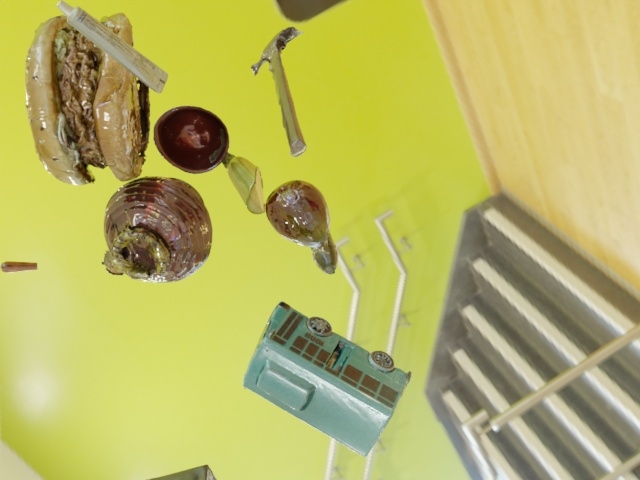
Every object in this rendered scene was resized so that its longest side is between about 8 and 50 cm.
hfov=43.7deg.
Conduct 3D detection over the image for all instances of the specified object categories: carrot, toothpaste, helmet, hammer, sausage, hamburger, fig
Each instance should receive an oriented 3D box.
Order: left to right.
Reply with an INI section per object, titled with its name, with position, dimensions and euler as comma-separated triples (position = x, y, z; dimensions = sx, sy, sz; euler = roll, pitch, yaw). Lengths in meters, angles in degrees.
[carrot]
position = -0.802, 0.070, 2.125
dimensions = 0.032, 0.093, 0.032
euler = 178, 90, -68
[hamburger]
position = -0.422, -0.273, 1.471
dimensions = 0.277, 0.195, 0.318
euler = 94, 176, -76
[toothpaste]
position = -0.314, -0.295, 1.212
dimensions = 0.197, 0.029, 0.048
euler = 36, -133, -32
[sausage]
position = -0.538, 0.043, 2.131
dimensions = 0.083, 0.083, 0.264
euler = 59, 169, -9
[helmet]
position = -0.303, -0.244, 1.860
dimensions = 0.106, 0.175, 0.155
euler = -121, 43, -69
[hammer]
position = -0.057, -0.230, 1.244
dimensions = 0.027, 0.125, 0.297
euler = 26, -145, -31
[fig]
position = -0.029, -0.035, 1.435
dimensions = 0.109, 0.103, 0.155
euler = 6, 133, 47

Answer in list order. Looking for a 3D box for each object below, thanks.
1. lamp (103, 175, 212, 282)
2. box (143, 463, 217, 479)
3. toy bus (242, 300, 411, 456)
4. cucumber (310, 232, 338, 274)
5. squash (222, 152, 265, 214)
[lamp]
position = -0.337, -0.018, 1.653
dimensions = 0.247, 0.247, 0.247
euler = 58, 175, 7
[box]
position = -0.299, 0.552, 1.519
dimensions = 0.149, 0.231, 0.155
euler = -97, -12, -55
[toy bus]
position = 0.003, 0.226, 1.308
dimensions = 0.256, 0.128, 0.147
euler = 29, -149, 5
[cucumber]
position = 0.000, 0.000, 2.042
dimensions = 0.069, 0.069, 0.227
euler = 63, -174, -45
[squash]
position = -0.176, -0.153, 1.879
dimensions = 0.090, 0.075, 0.200
euler = 44, -170, -51
